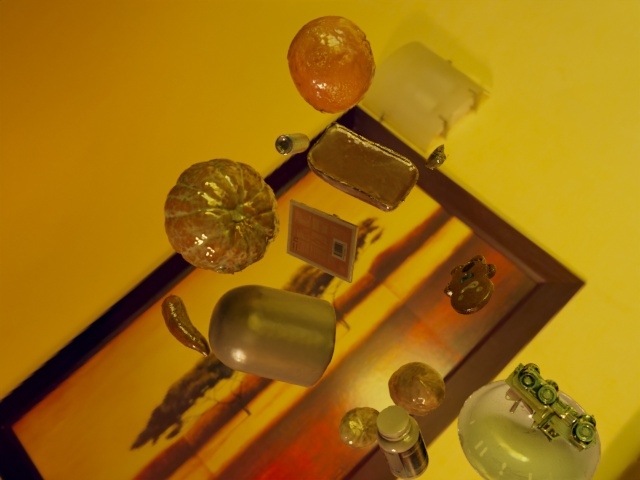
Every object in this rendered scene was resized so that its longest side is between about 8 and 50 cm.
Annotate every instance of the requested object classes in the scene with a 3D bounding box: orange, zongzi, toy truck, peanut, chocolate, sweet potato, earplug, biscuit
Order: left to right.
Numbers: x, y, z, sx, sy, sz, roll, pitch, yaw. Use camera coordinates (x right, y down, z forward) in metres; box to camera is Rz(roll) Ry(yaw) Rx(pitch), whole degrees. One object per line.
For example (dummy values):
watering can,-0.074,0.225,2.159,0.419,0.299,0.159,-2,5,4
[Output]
sweet potato,-0.494,0.314,2.200,0.097,0.292,0.097,-29,-29,-18
orange,-0.269,-0.070,1.704,0.329,0.249,0.329,-2,-87,-32
earplug,-0.180,0.316,2.096,0.394,0.312,0.312,16,-60,-21
orange,0.051,-0.637,2.201,0.293,0.340,0.341,-23,-15,25
chocolate,0.095,-0.155,1.422,0.161,0.261,0.083,-49,-18,-28
peanut,0.142,0.609,2.007,0.129,0.129,0.224,-53,-22,11
peanut,0.341,0.530,2.171,0.170,0.192,0.387,-28,-13,-8
zongzi,0.449,-0.327,2.278,0.119,0.055,0.109,-56,8,-11
biscuit,0.453,0.132,1.851,0.180,0.039,0.236,-32,26,24
toy truck,0.601,0.451,1.619,0.135,0.259,0.128,-55,-21,13

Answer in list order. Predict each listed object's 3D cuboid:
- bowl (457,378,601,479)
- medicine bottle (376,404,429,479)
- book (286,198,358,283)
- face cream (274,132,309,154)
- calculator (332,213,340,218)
bowl,0.688,0.611,2.018,0.434,0.435,0.196,-61,-13,25
medicine bottle,0.198,0.494,1.498,0.107,0.107,0.191,-38,-51,-21
book,0.001,0.000,1.666,0.018,0.242,0.170,-21,-55,-44
face cream,-0.096,-0.356,2.239,0.075,0.075,0.229,-57,-7,19
calculator,0.089,0.015,2.495,0.033,0.236,0.157,-9,-17,16
